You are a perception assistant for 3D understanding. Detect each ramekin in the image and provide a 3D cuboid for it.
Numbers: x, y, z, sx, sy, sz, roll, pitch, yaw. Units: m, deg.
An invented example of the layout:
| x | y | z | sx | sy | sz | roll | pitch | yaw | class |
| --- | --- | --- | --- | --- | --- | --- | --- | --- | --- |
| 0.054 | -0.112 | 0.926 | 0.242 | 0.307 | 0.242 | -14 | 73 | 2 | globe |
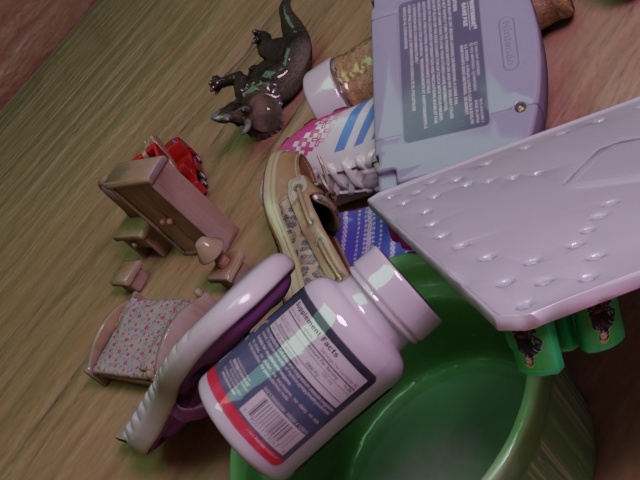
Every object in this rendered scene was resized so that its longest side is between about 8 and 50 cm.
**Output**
| x | y | z | sx | sy | sz | roll | pitch | yaw | class |
| --- | --- | --- | --- | --- | --- | --- | --- | --- | --- |
| 0.084 | 0.170 | 0.795 | 0.303 | 0.148 | 0.303 | -28 | 37 | 23 | ramekin |

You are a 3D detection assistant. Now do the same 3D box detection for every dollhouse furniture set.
| x | y | z | sx | sy | sz | roll | pitch | yaw | class |
| --- | --- | --- | --- | --- | --- | --- | --- | --- | --- |
| -0.288 | 0.076 | 1.276 | 0.303 | 0.174 | 0.356 | -3 | 51 | 46 | dollhouse furniture set |

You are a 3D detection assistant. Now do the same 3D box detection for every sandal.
| x | y | z | sx | sy | sz | roll | pitch | yaw | class |
| --- | --- | --- | --- | --- | --- | --- | --- | --- | --- |
| -0.098 | 0.139 | 0.978 | 0.169 | 0.102 | 0.416 | -47 | -3 | -34 | sandal |

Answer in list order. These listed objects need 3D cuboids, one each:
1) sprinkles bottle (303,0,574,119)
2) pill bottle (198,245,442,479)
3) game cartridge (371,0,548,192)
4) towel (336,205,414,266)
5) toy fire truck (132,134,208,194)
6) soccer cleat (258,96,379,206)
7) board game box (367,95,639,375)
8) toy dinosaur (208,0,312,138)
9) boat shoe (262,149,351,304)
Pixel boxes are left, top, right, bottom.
| x | y | z | sx | sy | sz | roll | pitch | yaw | class |
| --- | --- | --- | --- | --- | --- | --- | --- | --- | --- |
| 0.150 | -0.257 | 1.220 | 0.355 | 0.121 | 0.121 | -29 | 36 | 22 | sprinkles bottle |
| 0.003 | 0.093 | 0.730 | 0.180 | 0.108 | 0.108 | -41 | 33 | 3 | pill bottle |
| 0.157 | -0.195 | 1.060 | 0.198 | 0.062 | 0.297 | -9 | 61 | 18 | game cartridge |
| 0.111 | 0.024 | 1.027 | 0.336 | 0.040 | 0.243 | -19 | 41 | 33 | towel |
| -0.243 | -0.125 | 1.482 | 0.047 | 0.135 | 0.192 | -37 | 34 | 10 | toy fire truck |
| 0.058 | -0.107 | 1.159 | 0.331 | 0.116 | 0.143 | -33 | 40 | 19 | soccer cleat |
| 0.260 | -0.044 | 0.711 | 0.390 | 0.050 | 0.390 | -20 | 15 | -4 | board game box |
| -0.076 | -0.273 | 1.516 | 0.160 | 0.121 | 0.313 | 16 | 60 | 40 | toy dinosaur |
| 0.000 | 0.000 | 1.062 | 0.089 | 0.104 | 0.285 | -25 | 52 | 15 | boat shoe |
